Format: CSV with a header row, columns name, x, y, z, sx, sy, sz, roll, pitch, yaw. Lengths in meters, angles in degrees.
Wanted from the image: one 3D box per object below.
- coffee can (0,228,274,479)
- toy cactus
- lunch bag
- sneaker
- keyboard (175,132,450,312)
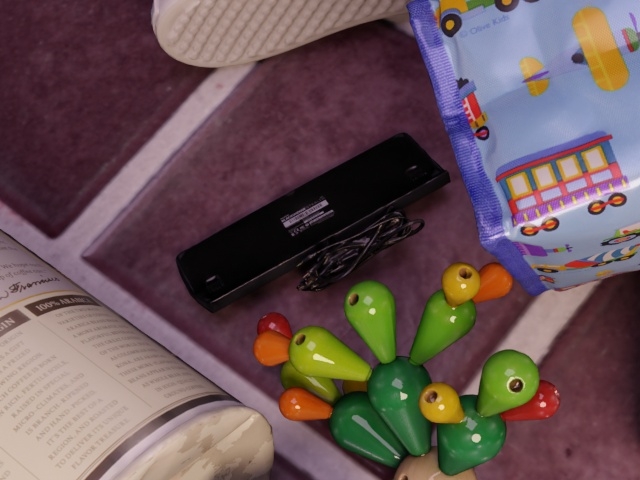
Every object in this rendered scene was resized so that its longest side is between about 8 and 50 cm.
name,x,y,z,sx,sy,sz,roll,pitch,yaw
coffee can,-0.194,0.109,0.683,0.275,0.201,0.201,32,72,24
toy cactus,0.056,0.103,0.682,0.219,0.181,0.112,-11,13,44
lunch bag,0.200,-0.044,0.638,0.221,0.293,0.138,-20,65,12
sneaker,0.042,-0.252,0.872,0.365,0.135,0.150,-13,63,3
keyboard,0.000,0.000,0.810,0.192,0.038,0.100,-29,37,-4
